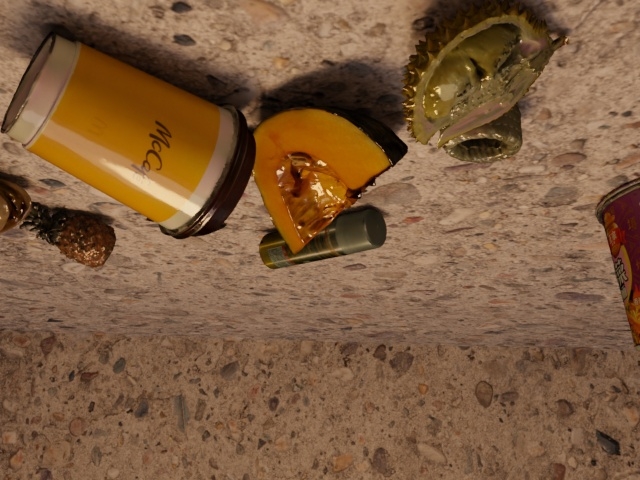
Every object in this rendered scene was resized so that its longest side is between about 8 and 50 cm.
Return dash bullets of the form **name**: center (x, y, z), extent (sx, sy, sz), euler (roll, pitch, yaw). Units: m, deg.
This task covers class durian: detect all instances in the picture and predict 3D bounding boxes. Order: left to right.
- **durian**: center (0.173, -0.196, 0.657), extent (0.208, 0.102, 0.146), euler (-21, 144, -8)

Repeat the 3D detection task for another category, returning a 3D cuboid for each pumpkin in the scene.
- **pumpkin**: center (-0.001, -0.123, 0.885), extent (0.169, 0.148, 0.312), euler (43, 142, -3)

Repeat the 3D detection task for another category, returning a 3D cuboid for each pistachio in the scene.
- **pistachio**: center (-0.631, -0.062, 1.125), extent (0.206, 0.131, 0.129), euler (-9, -156, 18)

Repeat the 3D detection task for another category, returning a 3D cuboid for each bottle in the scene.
- **bottle**: center (0.000, 0.000, 1.264), extent (0.286, 0.082, 0.082), euler (-12, 157, 39)

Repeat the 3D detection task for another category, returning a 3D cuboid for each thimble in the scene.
- **thimble**: center (0.212, -0.147, 0.823), extent (0.110, 0.062, 0.084), euler (5, 159, -8)

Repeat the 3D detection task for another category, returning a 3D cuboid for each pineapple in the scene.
- **pineapple**: center (-0.526, -0.018, 1.272), extent (0.198, 0.108, 0.108), euler (27, 152, -25)

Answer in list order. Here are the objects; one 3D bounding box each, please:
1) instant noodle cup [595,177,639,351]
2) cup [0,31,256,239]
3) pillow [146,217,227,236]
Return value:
- **instant noodle cup**: center (0.661, 0.052, 1.047), extent (0.340, 0.266, 0.340), euler (1, 162, 0)
- **cup**: center (-0.229, -0.128, 0.771), extent (0.280, 0.196, 0.196), euler (27, 151, -35)
- **pillow**: center (-0.267, -0.040, 1.235), extent (0.090, 0.048, 0.150), euler (3, 168, 27)
